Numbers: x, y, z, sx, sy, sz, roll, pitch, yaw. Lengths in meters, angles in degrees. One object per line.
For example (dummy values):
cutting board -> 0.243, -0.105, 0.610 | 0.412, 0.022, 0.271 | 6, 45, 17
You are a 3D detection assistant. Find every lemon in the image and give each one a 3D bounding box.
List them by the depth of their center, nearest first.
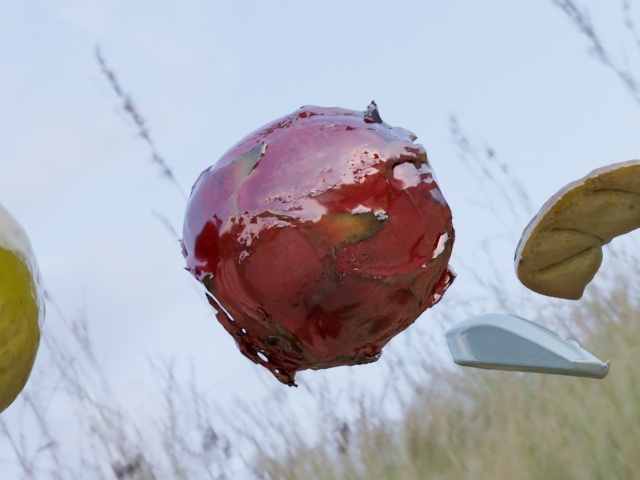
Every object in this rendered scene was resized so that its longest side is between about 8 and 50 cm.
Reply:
lemon -> -0.431, 0.070, 1.490 | 0.285, 0.285, 0.316 | -12, -20, -35

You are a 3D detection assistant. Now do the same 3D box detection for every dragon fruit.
dragon fruit -> 0.000, 0.000, 1.535 | 0.301, 0.295, 0.295 | -28, -30, -6

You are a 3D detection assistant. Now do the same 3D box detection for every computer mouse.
computer mouse -> 0.274, 0.141, 1.822 | 0.128, 0.231, 0.079 | 14, -97, -59

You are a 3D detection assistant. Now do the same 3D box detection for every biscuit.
biscuit -> 0.425, -0.024, 2.164 | 0.154, 0.045, 0.299 | 30, -61, -15
